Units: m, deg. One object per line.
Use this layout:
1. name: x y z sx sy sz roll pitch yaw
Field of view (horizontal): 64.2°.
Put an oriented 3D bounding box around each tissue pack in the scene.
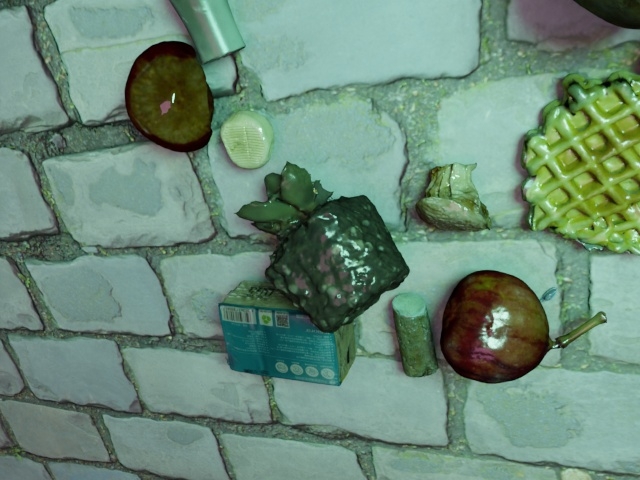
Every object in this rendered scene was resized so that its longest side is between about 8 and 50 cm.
1. tissue pack: -0.067 0.198 1.124 0.271 0.134 0.192 4 117 19

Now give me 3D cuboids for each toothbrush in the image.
1. toothbrush: 0.390 0.157 0.995 0.013 0.019 0.193 35 124 1

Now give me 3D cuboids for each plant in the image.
1. plant: 0.000 0.000 0.953 0.215 0.213 0.312 -48 70 27

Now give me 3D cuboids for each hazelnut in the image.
1. hazelnut: -0.278 -0.273 0.965 0.170 0.161 0.201 12 92 21

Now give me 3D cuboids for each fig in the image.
1. fig: 0.345 0.171 0.927 0.250 0.203 0.186 22 160 -6

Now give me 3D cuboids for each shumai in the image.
1. shumai: 0.238 -0.078 0.890 0.146 0.145 0.116 15 82 14

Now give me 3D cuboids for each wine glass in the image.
1. wine glass: -0.216 -0.432 0.886 0.103 0.103 0.230 -11 114 26

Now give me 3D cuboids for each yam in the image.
1. yam: 0.196 0.199 1.057 0.078 0.078 0.179 -3 114 23

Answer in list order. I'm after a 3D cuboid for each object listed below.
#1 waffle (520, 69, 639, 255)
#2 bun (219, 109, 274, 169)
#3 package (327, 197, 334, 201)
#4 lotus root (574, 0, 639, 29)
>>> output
1. waffle: 0.479 -0.115 0.793 0.318 0.073 0.297 12 120 18
2. bun: -0.137 -0.197 0.992 0.115 0.069 0.115 10 120 17
3. package: -0.007 -0.049 1.046 0.037 0.015 0.110 42 121 -2
4. lotus root: 0.377 -0.363 0.557 0.251 0.346 0.250 5 118 10
